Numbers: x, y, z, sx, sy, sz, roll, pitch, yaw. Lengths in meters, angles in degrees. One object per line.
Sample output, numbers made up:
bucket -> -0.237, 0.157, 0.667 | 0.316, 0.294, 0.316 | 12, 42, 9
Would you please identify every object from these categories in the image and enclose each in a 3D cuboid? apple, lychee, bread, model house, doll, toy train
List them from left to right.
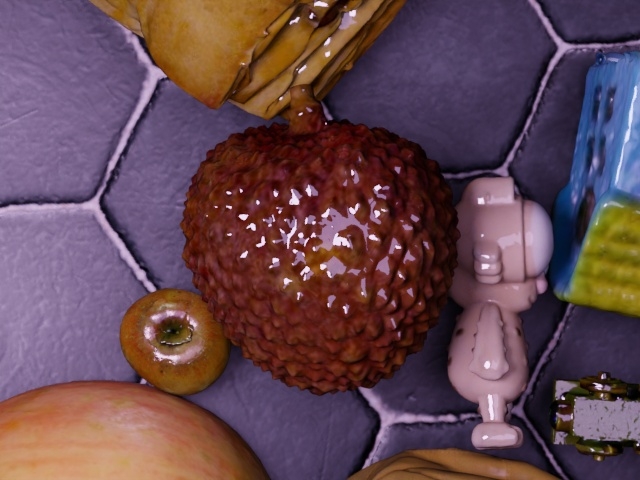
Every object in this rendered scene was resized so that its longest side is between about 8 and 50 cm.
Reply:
apple -> -0.194, 0.285, 1.700 | 0.309, 0.314, 0.252 | -2, 131, -2
apple -> -0.147, 0.105, 1.754 | 0.114, 0.102, 0.099 | 11, 73, 1
bread -> -0.096, -0.302, 1.688 | 0.370, 0.191, 0.314 | 39, 114, -3
lychee -> 0.000, 0.000, 1.687 | 0.275, 0.276, 0.304 | -10, 96, -8
doll -> 0.179, 0.075, 1.768 | 0.119, 0.154, 0.278 | -1, 89, 7
toy train -> 0.341, 0.180, 1.794 | 0.225, 0.137, 0.090 | 4, 91, -3
model house -> 0.376, -0.035, 1.774 | 0.237, 0.215, 0.303 | 13, 90, -7

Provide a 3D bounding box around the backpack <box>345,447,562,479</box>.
backpack -> 0.153, 0.378, 1.705 | 0.378, 0.201, 0.354 | 15, 66, -7
